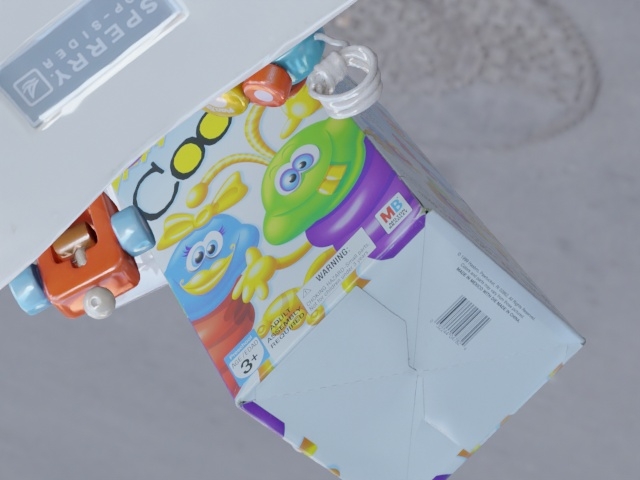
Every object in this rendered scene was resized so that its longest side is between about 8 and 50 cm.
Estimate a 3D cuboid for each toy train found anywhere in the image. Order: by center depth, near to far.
[{"bbox_3d":[-0.052,-0.035,0.782,0.046,0.166,0.125,53,-174,-50],"label":"toy train"}]

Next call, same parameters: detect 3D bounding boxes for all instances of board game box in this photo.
[{"bbox_3d":[0.000,0.000,1.110,0.144,0.142,0.275,39,-170,-36],"label":"board game box"}]

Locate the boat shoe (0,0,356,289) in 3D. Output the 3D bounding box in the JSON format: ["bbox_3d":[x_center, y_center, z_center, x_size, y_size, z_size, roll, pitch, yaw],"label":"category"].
[{"bbox_3d":[-0.064,-0.039,0.360,0.066,0.184,0.063,47,-170,-24],"label":"boat shoe"}]

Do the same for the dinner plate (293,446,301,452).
[{"bbox_3d":[-0.003,0.064,1.252,0.017,0.141,0.141,16,163,-15],"label":"dinner plate"}]

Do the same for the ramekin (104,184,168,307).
[{"bbox_3d":[-0.105,-0.034,1.616,0.109,0.207,0.207,64,155,-1],"label":"ramekin"}]
